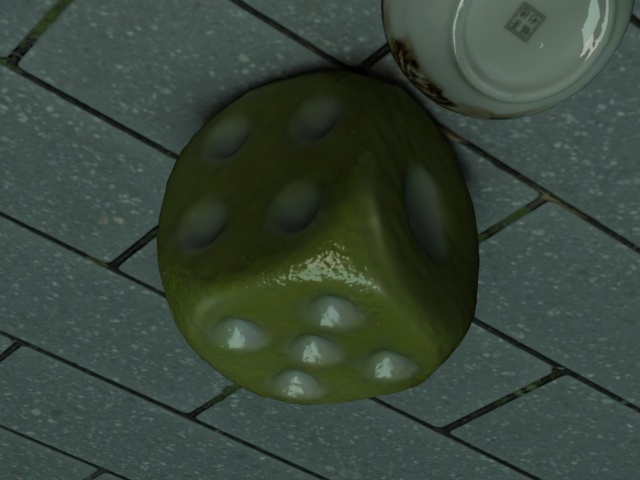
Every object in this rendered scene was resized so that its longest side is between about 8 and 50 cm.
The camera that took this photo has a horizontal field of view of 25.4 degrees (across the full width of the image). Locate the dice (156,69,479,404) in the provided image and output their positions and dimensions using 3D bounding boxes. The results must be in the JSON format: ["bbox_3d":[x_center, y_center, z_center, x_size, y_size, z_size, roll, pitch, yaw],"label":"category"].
[{"bbox_3d":[0.000,0.000,1.326,0.233,0.238,0.227,-15,138,27],"label":"dice"}]

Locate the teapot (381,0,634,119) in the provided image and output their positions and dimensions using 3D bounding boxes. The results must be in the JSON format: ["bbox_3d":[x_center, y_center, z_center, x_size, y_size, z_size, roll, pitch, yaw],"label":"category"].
[{"bbox_3d":[0.138,-0.204,1.119,0.204,0.139,0.298,-43,122,14],"label":"teapot"}]
